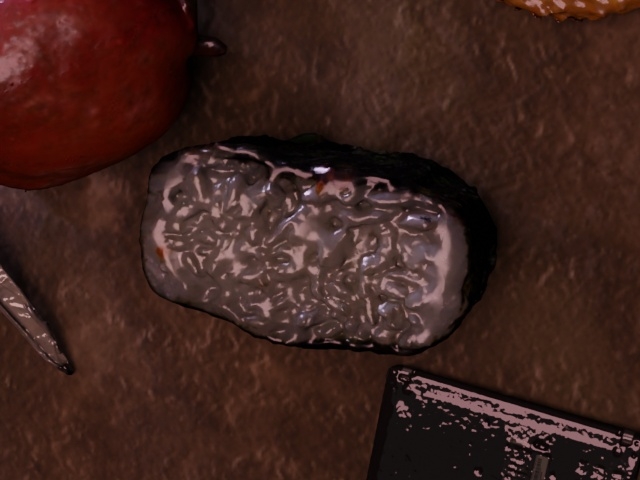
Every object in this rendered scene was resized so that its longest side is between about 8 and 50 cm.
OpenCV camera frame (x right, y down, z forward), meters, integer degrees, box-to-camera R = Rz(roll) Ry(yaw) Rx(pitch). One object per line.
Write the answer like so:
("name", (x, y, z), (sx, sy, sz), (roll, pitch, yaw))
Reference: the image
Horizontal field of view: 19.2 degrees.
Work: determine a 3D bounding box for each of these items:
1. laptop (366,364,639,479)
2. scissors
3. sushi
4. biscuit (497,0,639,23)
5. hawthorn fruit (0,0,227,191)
("laptop", (0.118, 0.165, 1.273), (0.180, 0.016, 0.129), (15, 103, 17))
("scissors", (-0.268, -0.017, 1.328), (0.109, 0.022, 0.300), (-35, 104, 9))
("sushi", (0.000, 0.000, 1.224), (0.225, 0.127, 0.124), (10, 102, 9))
("biscuit", (0.161, -0.261, 1.173), (0.254, 0.035, 0.254), (3, 100, 20))
("hawthorn fruit", (-0.162, -0.126, 1.244), (0.202, 0.185, 0.185), (-4, 98, 2))
